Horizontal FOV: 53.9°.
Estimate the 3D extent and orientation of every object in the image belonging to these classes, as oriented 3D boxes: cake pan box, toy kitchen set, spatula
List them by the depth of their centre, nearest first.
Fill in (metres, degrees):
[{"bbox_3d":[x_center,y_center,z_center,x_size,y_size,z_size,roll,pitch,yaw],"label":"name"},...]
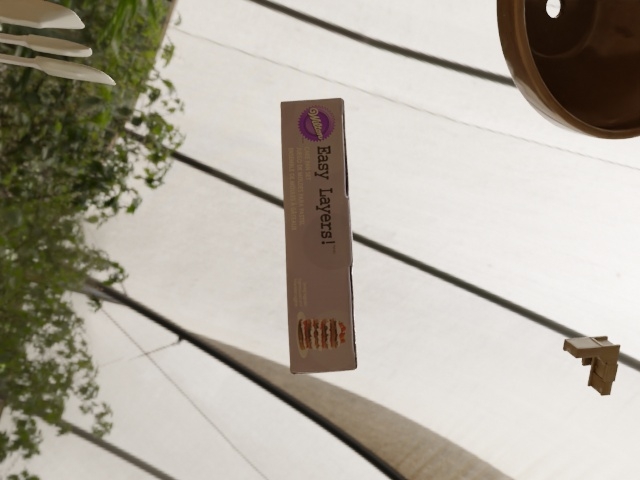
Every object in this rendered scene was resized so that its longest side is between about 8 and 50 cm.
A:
[{"bbox_3d":[0.000,0.000,0.682,0.246,0.070,0.267,103,-16,-85],"label":"cake pan box"},{"bbox_3d":[-0.364,-0.229,0.688,0.168,0.242,0.019,105,-5,-81],"label":"spatula"},{"bbox_3d":[0.393,0.182,0.948,0.068,0.075,0.083,-128,-141,-68],"label":"toy kitchen set"}]

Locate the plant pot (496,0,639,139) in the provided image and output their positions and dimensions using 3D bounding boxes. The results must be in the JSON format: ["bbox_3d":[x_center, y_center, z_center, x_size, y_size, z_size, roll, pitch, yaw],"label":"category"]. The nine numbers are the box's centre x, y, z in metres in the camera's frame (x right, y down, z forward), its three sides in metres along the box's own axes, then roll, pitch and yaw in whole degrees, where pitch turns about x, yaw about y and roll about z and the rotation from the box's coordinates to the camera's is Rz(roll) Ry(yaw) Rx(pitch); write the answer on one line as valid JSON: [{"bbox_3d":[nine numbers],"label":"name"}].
[{"bbox_3d":[0.239,-0.212,0.554,0.110,0.237,0.237,35,-73,64],"label":"plant pot"}]
